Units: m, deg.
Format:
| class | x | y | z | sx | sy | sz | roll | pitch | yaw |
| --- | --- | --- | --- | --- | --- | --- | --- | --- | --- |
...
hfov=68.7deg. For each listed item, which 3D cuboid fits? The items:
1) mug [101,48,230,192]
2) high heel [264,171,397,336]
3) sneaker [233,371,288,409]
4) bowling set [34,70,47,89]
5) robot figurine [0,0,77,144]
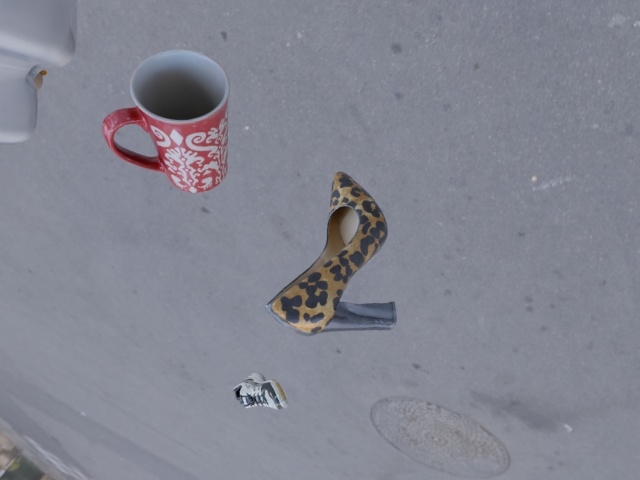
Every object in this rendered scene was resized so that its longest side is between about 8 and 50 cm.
| class | x | y | z | sx | sy | sz | roll | pitch | yaw |
| --- | --- | --- | --- | --- | --- | --- | --- | --- | --- |
| mug | -0.190 | -0.146 | 0.616 | 0.150 | 0.113 | 0.169 | 2 | 155 | -6 |
| high heel | 0.000 | 0.000 | 0.640 | 0.186 | 0.262 | 0.093 | 6 | 149 | -32 |
| sneaker | -0.063 | 0.161 | 0.479 | 0.083 | 0.036 | 0.032 | -12 | 100 | 60 |
| bowling set | -0.550 | -0.204 | 0.644 | 0.199 | 0.287 | 0.154 | 12 | 133 | 39 |
| robot figurine | -0.270 | -0.247 | 0.307 | 0.299 | 0.199 | 0.354 | 11 | 102 | 16 |
